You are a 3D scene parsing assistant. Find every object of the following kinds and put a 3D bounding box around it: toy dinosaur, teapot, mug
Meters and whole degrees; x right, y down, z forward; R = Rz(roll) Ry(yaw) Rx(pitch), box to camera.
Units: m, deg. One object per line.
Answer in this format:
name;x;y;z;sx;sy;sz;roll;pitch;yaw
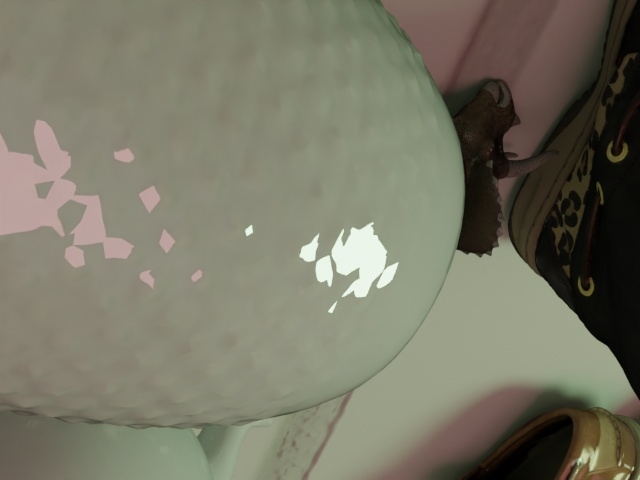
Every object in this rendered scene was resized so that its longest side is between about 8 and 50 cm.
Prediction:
toy dinosaur;0.000;0.000;0.935;0.314;0.121;0.160;-35;125;7
teapot;-0.184;0.139;0.957;0.253;0.187;0.256;0;160;13
mug;-0.137;-0.033;0.708;0.328;0.276;0.374;24;142;-33

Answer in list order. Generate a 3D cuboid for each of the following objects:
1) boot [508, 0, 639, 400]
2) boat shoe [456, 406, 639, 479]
boot;0.268;-0.031;0.897;0.138;0.284;0.377;4;134;-29
boat shoe;0.145;0.255;1.293;0.116;0.123;0.324;30;111;-36
